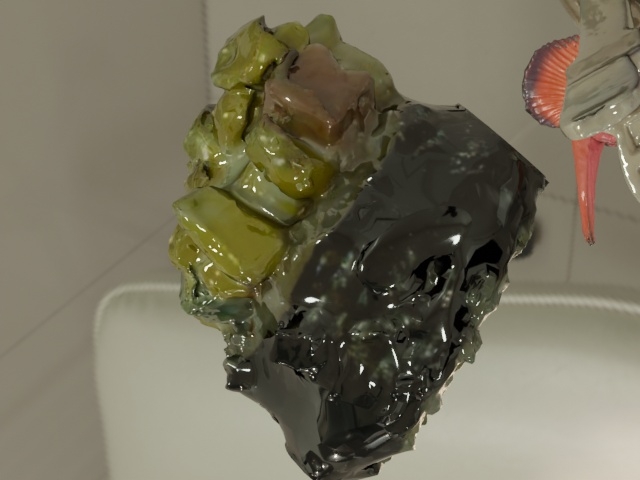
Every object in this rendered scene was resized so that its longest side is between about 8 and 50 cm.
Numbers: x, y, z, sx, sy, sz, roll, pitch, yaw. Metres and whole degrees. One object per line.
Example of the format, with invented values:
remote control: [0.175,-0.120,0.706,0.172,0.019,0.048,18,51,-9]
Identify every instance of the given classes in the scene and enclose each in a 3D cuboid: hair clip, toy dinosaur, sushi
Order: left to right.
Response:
sushi: [0.000,0.000,1.156,0.285,0.328,0.329,29,98,-2]
toy dinosaur: [0.301,-0.148,1.699,0.139,0.070,0.286,16,95,15]
hair clip: [0.112,-0.100,0.555,0.034,0.226,0.072,-30,127,27]
